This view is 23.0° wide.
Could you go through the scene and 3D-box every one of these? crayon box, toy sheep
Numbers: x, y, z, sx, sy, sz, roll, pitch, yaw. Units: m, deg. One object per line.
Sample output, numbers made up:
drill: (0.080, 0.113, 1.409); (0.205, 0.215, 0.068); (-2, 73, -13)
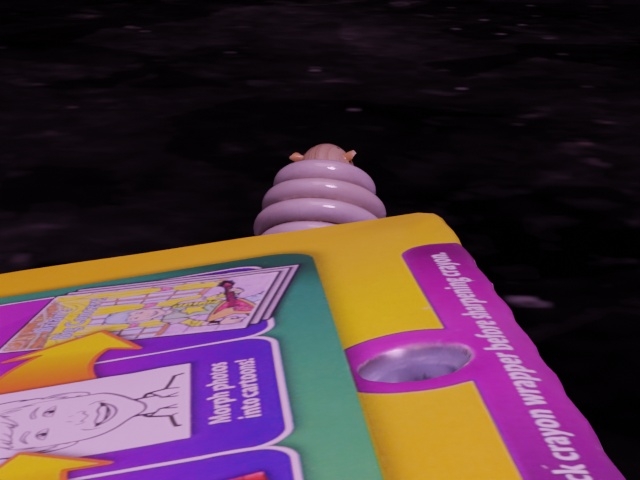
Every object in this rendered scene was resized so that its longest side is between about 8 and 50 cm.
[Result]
crayon box: (-0.090, 0.100, 0.400); (0.313, 0.106, 0.363); (-9, 14, -2)
toy sheep: (0.000, 0.000, 0.965); (0.091, 0.132, 0.091); (1, -24, 1)
